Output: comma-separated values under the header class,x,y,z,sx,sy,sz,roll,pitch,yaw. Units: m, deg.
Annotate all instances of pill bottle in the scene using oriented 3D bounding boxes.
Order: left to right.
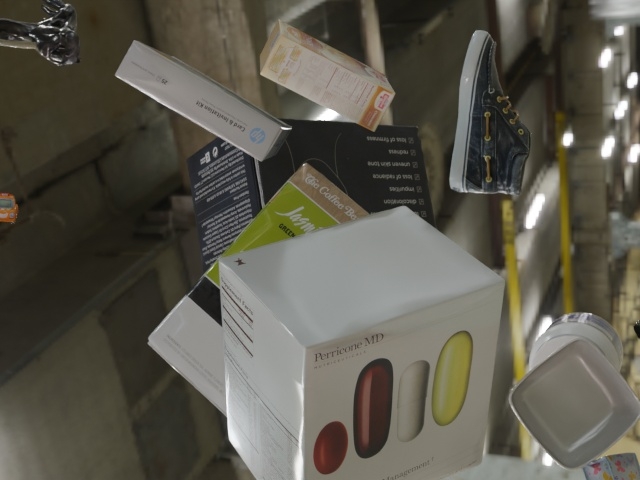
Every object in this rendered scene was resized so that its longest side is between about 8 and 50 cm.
class,x,y,z,sx,sy,sz,roll,pitch,yaw
pill bottle,0.448,0.213,1.673,0.265,0.153,0.153,-6,-83,-70

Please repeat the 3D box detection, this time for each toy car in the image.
class,x,y,z,sx,sy,sz,roll,pitch,yaw
toy car,-0.486,-0.054,1.355,0.060,0.122,0.040,-69,-13,-75

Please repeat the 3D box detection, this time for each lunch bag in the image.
class,x,y,z,sx,sy,sz,roll,pitch,yaw
lunch bag,0.389,0.326,1.251,0.071,0.053,0.083,3,-118,-39

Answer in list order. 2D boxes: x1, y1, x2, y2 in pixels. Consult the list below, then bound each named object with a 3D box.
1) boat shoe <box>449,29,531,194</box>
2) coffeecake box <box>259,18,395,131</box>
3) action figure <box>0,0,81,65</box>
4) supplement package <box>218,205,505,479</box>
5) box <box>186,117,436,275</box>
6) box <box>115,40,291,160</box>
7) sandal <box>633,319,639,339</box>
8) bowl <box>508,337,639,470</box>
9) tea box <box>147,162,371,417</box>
class,x,y,z,sx,sy,sz,roll,pitch,yaw
boat shoe,0.200,-0.142,1.076,0.065,0.083,0.183,-21,-63,-72
coffeecake box,0.007,-0.245,1.407,0.068,0.186,0.142,-61,14,17
action figure,-0.286,-0.147,0.597,0.276,0.141,0.164,-17,-60,-38
supplement package,0.032,0.109,0.827,0.194,0.149,0.203,-17,-55,-26
box,0.000,0.000,2.131,0.480,0.297,0.471,-1,-105,-36
box,-0.100,-0.127,0.886,0.038,0.145,0.186,-59,3,5
sandal,0.565,0.159,1.412,0.303,0.086,0.120,-130,15,-78
bowl,0.333,0.216,1.265,0.142,0.142,0.053,51,178,5
tea box,-0.029,0.109,1.375,0.323,0.220,0.329,-48,-11,-6
